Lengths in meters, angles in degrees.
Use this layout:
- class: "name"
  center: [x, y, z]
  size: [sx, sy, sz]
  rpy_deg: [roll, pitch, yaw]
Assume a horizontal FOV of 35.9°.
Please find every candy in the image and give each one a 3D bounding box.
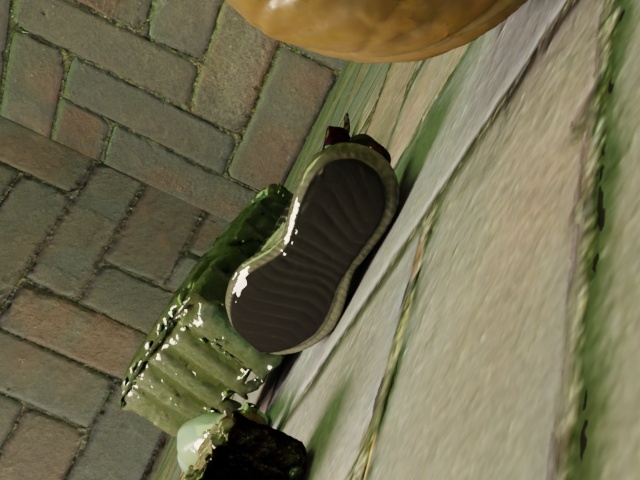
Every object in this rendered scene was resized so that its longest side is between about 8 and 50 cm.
- class: "candy"
  center: [0.024, -0.151, 1.567]
  size: [0.175, 0.043, 0.045]
  rpy_deg: [-74, 0, -58]

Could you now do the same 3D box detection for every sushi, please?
- class: "sushi"
  center: [-0.070, 0.197, 0.686]
  size: [0.090, 0.078, 0.150]
  rpy_deg: [134, 160, -75]

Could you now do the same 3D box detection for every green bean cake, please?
- class: "green bean cake"
  center: [-0.104, 0.079, 1.132]
  size: [0.241, 0.132, 0.255]
  rpy_deg: [-51, 9, 42]

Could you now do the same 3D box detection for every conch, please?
- class: "conch"
  center: [-0.100, 0.209, 1.007]
  size: [0.180, 0.088, 0.065]
  rpy_deg: [-41, 51, 48]

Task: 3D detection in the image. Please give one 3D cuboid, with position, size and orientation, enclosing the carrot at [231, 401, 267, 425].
- class: "carrot"
  center: [-0.101, 0.268, 0.882]
  size: [0.049, 0.049, 0.255]
  rpy_deg: [136, 155, -76]

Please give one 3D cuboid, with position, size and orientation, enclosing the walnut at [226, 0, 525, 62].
- class: "walnut"
  center: [0.048, -0.276, 0.618]
  size: [0.333, 0.332, 0.333]
  rpy_deg: [-155, 90, -85]

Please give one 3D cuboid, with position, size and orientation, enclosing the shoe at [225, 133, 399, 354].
- class: "shoe"
  center: [0.000, 0.000, 0.873]
  size: [0.228, 0.099, 0.112]
  rpy_deg: [-57, 1, 31]

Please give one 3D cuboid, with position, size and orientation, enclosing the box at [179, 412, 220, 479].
- class: "box"
  center: [-0.174, 0.366, 1.107]
  size: [0.273, 0.048, 0.265]
  rpy_deg: [-61, 5, 22]
